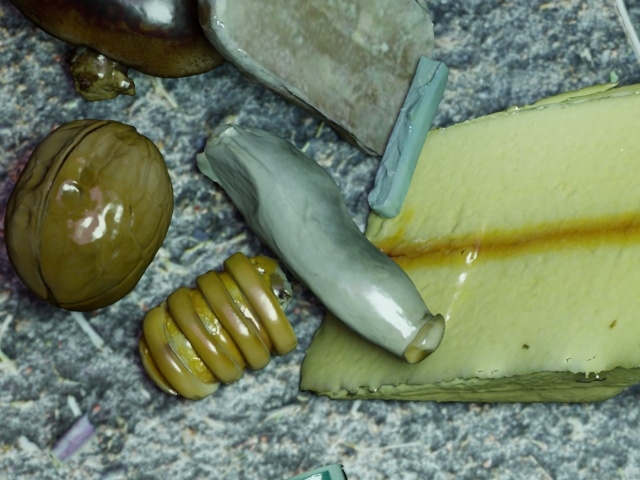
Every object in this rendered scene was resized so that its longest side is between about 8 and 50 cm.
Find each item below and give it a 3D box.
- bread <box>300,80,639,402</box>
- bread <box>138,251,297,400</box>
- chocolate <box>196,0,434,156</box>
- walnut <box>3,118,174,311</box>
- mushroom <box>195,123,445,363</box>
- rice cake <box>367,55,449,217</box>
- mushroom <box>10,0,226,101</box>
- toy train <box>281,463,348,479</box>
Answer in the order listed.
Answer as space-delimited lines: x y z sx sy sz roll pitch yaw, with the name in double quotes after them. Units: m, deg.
0.202 -0.008 1.776 0.405 0.242 0.345 7 72 -2 "bread"
-0.104 0.090 1.816 0.177 0.084 0.119 -32 77 -4 "bread"
-0.011 -0.222 1.829 0.303 0.100 0.185 32 70 -37 "chocolate"
-0.237 -0.029 1.808 0.167 0.167 0.207 20 74 5 "walnut"
-0.001 0.000 1.793 0.351 0.109 0.097 49 113 30 "mushroom"
0.092 -0.111 1.858 0.030 0.042 0.180 11 73 36 "rice cake"
-0.204 -0.291 1.872 0.297 0.163 0.278 17 77 -4 "mushroom"
0.046 0.424 1.724 0.086 0.088 0.407 -17 77 -5 "toy train"
